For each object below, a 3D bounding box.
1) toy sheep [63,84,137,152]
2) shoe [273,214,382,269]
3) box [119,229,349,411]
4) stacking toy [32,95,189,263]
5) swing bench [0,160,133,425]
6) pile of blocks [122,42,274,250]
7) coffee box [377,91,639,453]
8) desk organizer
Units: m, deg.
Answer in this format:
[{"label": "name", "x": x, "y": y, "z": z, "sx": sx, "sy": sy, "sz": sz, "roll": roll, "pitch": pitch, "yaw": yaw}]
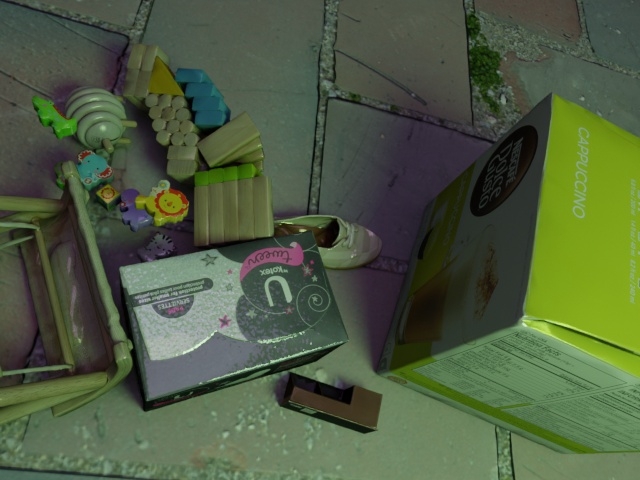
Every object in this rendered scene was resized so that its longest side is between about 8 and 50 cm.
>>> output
[{"label": "toy sheep", "x": -0.321, "y": -0.175, "z": 0.744, "sx": 0.091, "sy": 0.091, "sz": 0.132, "roll": -22, "pitch": 58, "yaw": -27}, {"label": "shoe", "x": 0.000, "y": 0.000, "z": 0.796, "sx": 0.219, "sy": 0.058, "sz": 0.076, "roll": 4, "pitch": 66, "yaw": -18}, {"label": "box", "x": -0.116, "y": 0.099, "z": 0.663, "sx": 0.248, "sy": 0.142, "sz": 0.163, "roll": -11, "pitch": 72, "yaw": -24}, {"label": "stacking toy", "x": -0.268, "y": -0.068, "z": 0.668, "sx": 0.221, "sy": 0.167, "sz": 0.052, "roll": 41, "pitch": 59, "yaw": 2}, {"label": "swing bench", "x": -0.366, "y": 0.070, "z": 0.562, "sx": 0.255, "sy": 0.165, "sz": 0.253, "roll": -10, "pitch": 64, "yaw": -31}, {"label": "pile of blocks", "x": -0.158, "y": -0.137, "z": 0.758, "sx": 0.149, "sy": 0.112, "sz": 0.362, "roll": -30, "pitch": 75, "yaw": 4}, {"label": "coffee box", "x": 0.336, "y": 0.073, "z": 0.727, "sx": 0.339, "sy": 0.334, "sz": 0.337, "roll": 25, "pitch": 61, "yaw": -8}, {"label": "desk organizer", "x": 0.016, "y": 0.221, "z": 0.712, "sx": 0.130, "sy": 0.047, "sz": 0.050, "roll": 21, "pitch": 60, "yaw": -10}]
